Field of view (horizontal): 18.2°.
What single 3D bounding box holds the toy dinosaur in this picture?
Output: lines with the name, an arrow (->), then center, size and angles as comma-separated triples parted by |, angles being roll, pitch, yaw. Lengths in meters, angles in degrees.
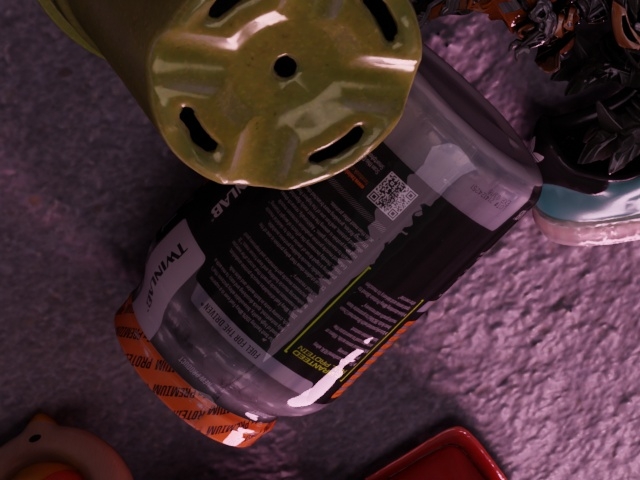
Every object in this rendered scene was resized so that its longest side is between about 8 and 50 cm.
toy dinosaur -> 0.223, -0.185, 1.479 | 0.322, 0.164, 0.218 | 2, 126, 21

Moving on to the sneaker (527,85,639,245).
sneaker -> 0.313, -0.080, 1.605 | 0.302, 0.108, 0.121 | -14, 142, 4

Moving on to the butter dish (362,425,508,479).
butter dish -> 0.109, 0.275, 1.811 | 0.160, 0.118, 0.160 | -33, 128, 4

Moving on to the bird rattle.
bird rattle -> -0.238, 0.241, 1.599 | 0.207, 0.253, 0.143 | -50, 132, -13

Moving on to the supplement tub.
supplement tub -> 0.000, 0.000, 1.530 | 0.316, 0.193, 0.193 | -45, 126, 14

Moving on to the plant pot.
plant pot -> -0.053, -0.174, 1.350 | 0.276, 0.254, 0.276 | -9, 126, -13
